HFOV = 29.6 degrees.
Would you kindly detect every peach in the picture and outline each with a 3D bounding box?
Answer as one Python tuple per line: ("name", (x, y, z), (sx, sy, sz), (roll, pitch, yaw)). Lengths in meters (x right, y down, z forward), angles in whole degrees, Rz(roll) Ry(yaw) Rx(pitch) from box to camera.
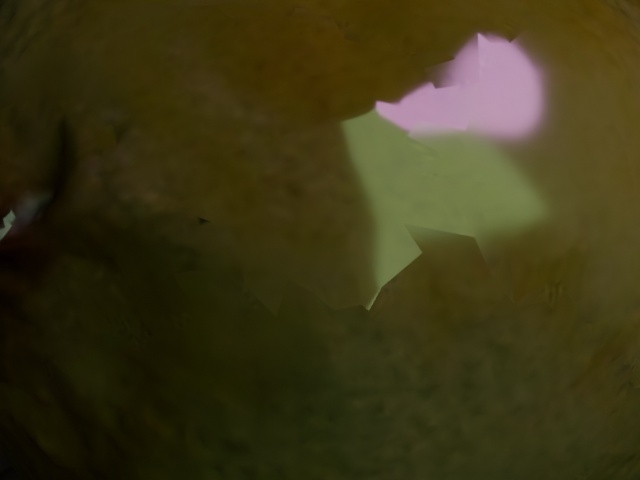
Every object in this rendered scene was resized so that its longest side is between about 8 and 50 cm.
("peach", (0.007, 0.001, 0.494), (0.314, 0.282, 0.315), (22, 22, 8))
